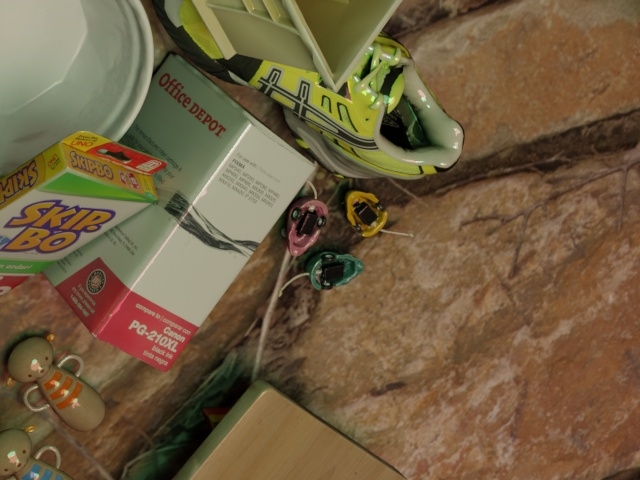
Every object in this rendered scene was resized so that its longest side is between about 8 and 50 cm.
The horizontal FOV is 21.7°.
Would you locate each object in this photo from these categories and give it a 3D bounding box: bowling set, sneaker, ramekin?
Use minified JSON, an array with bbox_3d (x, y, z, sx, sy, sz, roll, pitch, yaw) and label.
[{"bbox_3d":[-0.308,0.232,1.566,0.287,0.200,0.154,-45,129,-8],"label":"bowling set"},{"bbox_3d":[0.000,-0.180,1.529,0.384,0.147,0.145,35,72,-44],"label":"sneaker"},{"bbox_3d":[-0.257,-0.163,1.427,0.207,0.109,0.207,-14,122,-24],"label":"ramekin"}]

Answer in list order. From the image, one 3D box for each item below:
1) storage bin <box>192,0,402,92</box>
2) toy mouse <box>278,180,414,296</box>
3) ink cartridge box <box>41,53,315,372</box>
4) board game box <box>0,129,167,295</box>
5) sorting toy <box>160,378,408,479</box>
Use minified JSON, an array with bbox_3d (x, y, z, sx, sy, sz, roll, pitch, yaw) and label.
[{"bbox_3d":[-0.010,-0.310,1.335,0.262,0.123,0.260,-55,140,-23],"label":"storage bin"},{"bbox_3d":[0.000,0.000,1.726,0.143,0.031,0.161,-48,130,-1],"label":"toy mouse"},{"bbox_3d":[-0.139,-0.029,1.532,0.100,0.172,0.237,33,96,-41],"label":"ink cartridge box"},{"bbox_3d":[-0.261,-0.012,1.458,0.259,0.039,0.124,-32,154,23],"label":"board game box"},{"bbox_3d":[-0.078,0.287,1.801,0.257,0.089,0.255,-50,130,2],"label":"sorting toy"}]
